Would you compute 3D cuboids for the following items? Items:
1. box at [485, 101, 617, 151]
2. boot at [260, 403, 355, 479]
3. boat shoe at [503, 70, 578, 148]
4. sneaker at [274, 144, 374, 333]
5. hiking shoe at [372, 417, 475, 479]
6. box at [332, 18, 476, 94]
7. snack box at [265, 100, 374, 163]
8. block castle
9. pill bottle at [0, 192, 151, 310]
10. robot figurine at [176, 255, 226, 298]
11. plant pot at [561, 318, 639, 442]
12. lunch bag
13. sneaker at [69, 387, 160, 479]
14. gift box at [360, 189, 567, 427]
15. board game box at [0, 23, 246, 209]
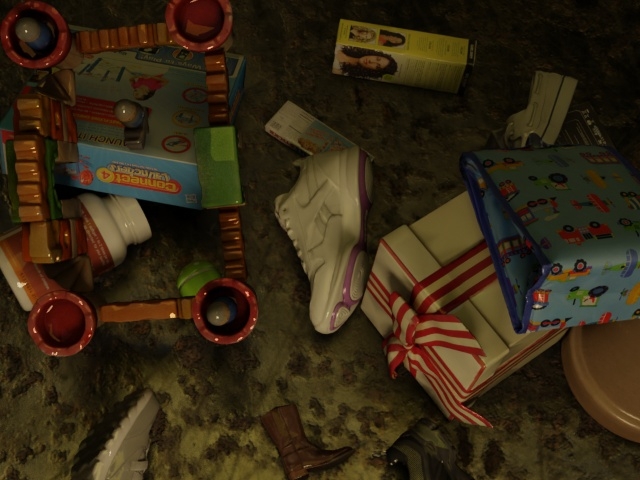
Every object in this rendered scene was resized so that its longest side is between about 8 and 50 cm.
[{"bbox_3d":[0.399,-0.096,1.619,0.183,0.056,0.231,-18,67,-11],"label":"box"},{"bbox_3d":[-0.019,0.274,1.427,0.106,0.037,0.114,-19,63,-15],"label":"boot"},{"bbox_3d":[0.329,-0.165,1.575,0.084,0.095,0.258,21,55,11],"label":"boat shoe"},{"bbox_3d":[0.000,0.000,1.535,0.152,0.114,0.305,-1,63,16],"label":"sneaker"},{"bbox_3d":[0.167,0.363,1.380,0.114,0.086,0.227,-32,64,-3],"label":"hiking shoe"},{"bbox_3d":[0.140,-0.309,1.688,0.232,0.087,0.058,8,62,1],"label":"box"},{"bbox_3d":[-0.001,-0.158,1.640,0.178,0.022,0.064,35,66,12],"label":"snack box"},{"bbox_3d":[-0.243,-0.088,1.302,0.303,0.213,0.453,-5,93,2],"label":"block castle"},{"bbox_3d":[-0.366,0.005,1.482,0.216,0.121,0.121,-28,70,-16],"label":"pill bottle"},{"bbox_3d":[-0.171,0.079,1.489,0.101,0.067,0.115,-30,69,-4],"label":"robot figurine"},{"bbox_3d":[0.502,0.138,1.420,0.263,0.229,0.263,2,65,-4],"label":"plant pot"},{"bbox_3d":[0.323,-0.041,1.315,0.221,0.138,0.293,-5,48,-13],"label":"lunch bag"},{"bbox_3d":[-0.278,0.336,1.362,0.115,0.105,0.281,36,58,-24],"label":"sneaker"},{"bbox_3d":[0.219,0.095,1.407,0.258,0.255,0.276,-30,64,-19],"label":"gift box"},{"bbox_3d":[-0.294,-0.199,1.546,0.308,0.086,0.302,11,43,1],"label":"board game box"}]
